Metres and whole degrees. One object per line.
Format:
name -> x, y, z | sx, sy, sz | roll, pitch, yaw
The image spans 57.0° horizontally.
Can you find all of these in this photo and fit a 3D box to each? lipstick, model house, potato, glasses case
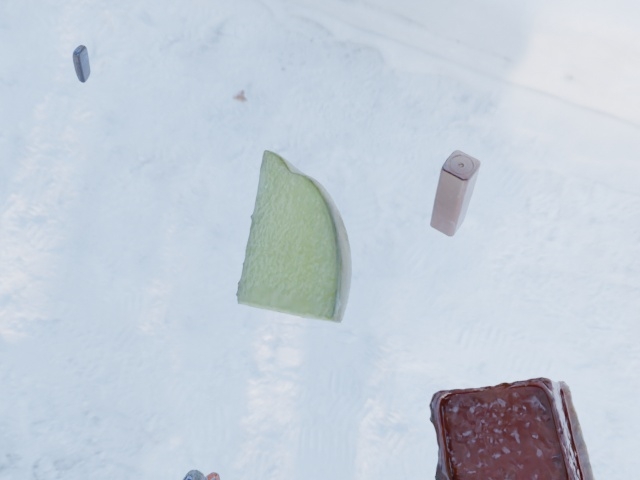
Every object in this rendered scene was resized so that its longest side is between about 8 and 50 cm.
lipstick -> 0.192, -0.065, 0.853 | 0.045, 0.145, 0.045 | 30, 65, 19
model house -> 0.272, 0.288, 0.778 | 0.160, 0.254, 0.196 | -19, 68, 29
potato -> 0.000, 0.000, 0.532 | 0.120, 0.081, 0.149 | 8, 87, 40
glasses case -> -0.473, -0.351, 1.165 | 0.023, 0.083, 0.033 | 20, 60, -4

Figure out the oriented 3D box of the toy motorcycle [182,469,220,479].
toy motorcycle -> -0.203, 0.428, 0.833 | 0.076, 0.114, 0.205 | 32, 61, -23
